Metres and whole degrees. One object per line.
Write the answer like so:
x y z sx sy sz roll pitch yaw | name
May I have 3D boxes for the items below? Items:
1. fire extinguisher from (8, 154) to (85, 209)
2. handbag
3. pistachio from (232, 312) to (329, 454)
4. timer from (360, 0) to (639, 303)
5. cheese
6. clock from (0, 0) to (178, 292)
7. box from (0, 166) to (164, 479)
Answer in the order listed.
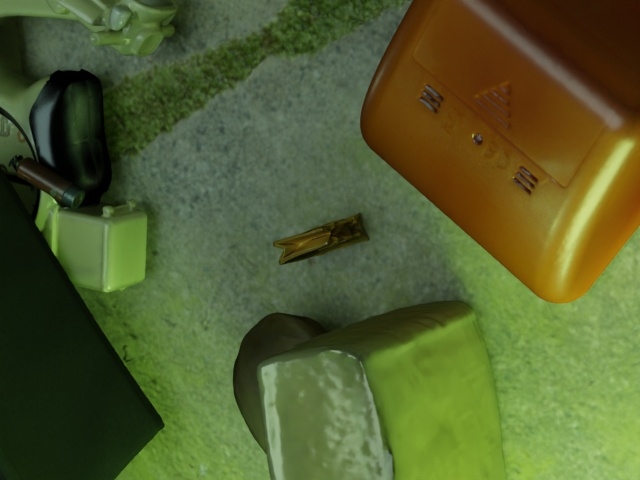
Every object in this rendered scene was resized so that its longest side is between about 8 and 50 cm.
-0.260 -0.056 1.718 0.083 0.022 0.028 30 148 14 | fire extinguisher
0.000 0.000 1.667 0.061 0.083 0.027 -18 89 27 | handbag
-0.013 0.152 1.678 0.126 0.108 0.185 -12 101 51 | pistachio
0.169 -0.102 1.553 0.257 0.161 0.250 42 129 17 | timer
0.062 0.187 1.555 0.124 0.265 0.242 -2 96 25 | cheese
-0.265 -0.153 1.776 0.276 0.120 0.379 14 109 27 | clock
-0.363 0.125 1.744 0.251 0.204 0.345 -20 106 37 | box
